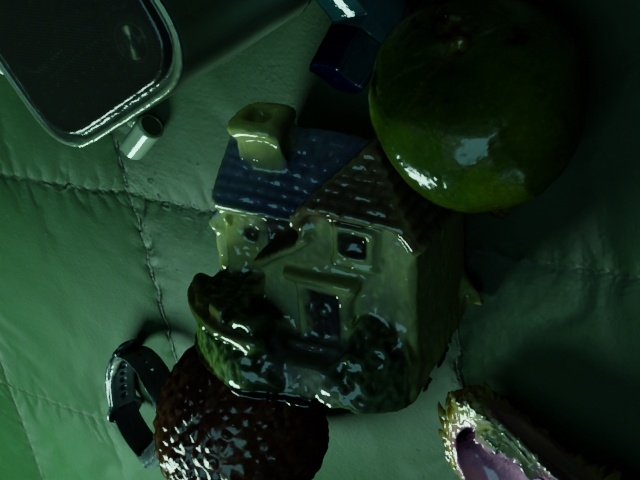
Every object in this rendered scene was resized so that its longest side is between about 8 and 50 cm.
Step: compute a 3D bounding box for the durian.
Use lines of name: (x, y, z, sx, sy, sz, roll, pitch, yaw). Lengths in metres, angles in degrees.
durian: (0.282, 0.306, 1.067, 0.341, 0.112, 0.191, 35, 143, 22)

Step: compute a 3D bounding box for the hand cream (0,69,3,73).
hand cream: (-0.552, -0.327, 1.259, 0.248, 0.083, 0.133, 17, 129, 11)

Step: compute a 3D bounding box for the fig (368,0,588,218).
fig: (0.167, -0.109, 0.851, 0.203, 0.203, 0.235, 9, 163, 30)

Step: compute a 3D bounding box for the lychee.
lychee: (-0.109, 0.251, 1.212, 0.261, 0.260, 0.260, 18, 127, 25)

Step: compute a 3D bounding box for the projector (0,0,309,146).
projector: (-0.192, -0.276, 0.911, 0.248, 0.249, 0.248, -21, 106, 42)

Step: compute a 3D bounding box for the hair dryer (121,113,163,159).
hair dryer: (-0.266, -0.173, 1.181, 0.124, 0.038, 0.063, 53, 134, 2)

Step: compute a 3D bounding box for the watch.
watch: (-0.290, 0.270, 1.441, 0.193, 0.068, 0.206, 59, 143, 13)

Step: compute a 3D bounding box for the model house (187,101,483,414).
model house: (0.000, 0.000, 0.955, 0.321, 0.261, 0.266, 12, 122, 22)

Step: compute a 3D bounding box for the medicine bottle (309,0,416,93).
medicine bottle: (-0.008, -0.272, 0.845, 0.258, 0.124, 0.079, 51, 170, -22)
